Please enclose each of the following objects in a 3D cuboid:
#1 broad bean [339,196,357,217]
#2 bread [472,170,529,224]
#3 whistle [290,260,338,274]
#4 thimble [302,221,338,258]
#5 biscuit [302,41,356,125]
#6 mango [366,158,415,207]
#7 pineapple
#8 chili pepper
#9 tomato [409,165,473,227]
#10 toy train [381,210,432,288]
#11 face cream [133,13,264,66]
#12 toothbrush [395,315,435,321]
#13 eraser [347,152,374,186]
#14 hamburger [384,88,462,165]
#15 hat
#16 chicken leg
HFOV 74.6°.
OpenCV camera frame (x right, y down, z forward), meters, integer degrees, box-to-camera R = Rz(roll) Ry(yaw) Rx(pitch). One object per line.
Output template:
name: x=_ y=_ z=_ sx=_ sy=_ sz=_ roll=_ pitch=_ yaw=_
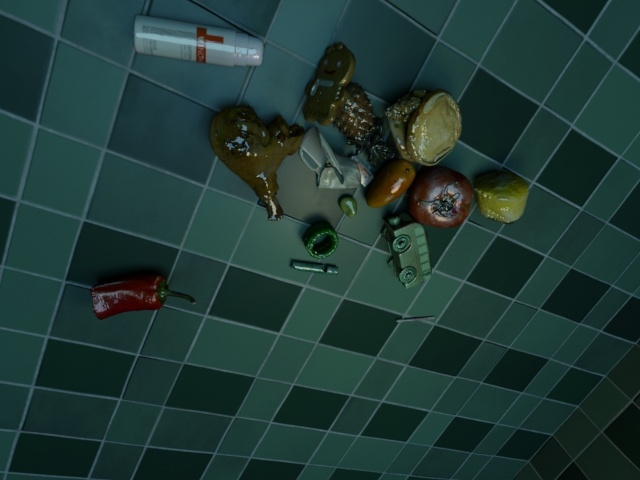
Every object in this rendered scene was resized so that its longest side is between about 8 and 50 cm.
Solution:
broad bean: x=0.106 y=-0.125 z=1.539 sx=0.063 sy=0.045 sz=0.083 roll=-27 pitch=113 yaw=14
bread: x=0.678 y=-0.169 z=1.589 sx=0.197 sy=0.197 sz=0.171 roll=-18 pitch=127 yaw=-5
whistle: x=-0.023 y=0.107 z=1.630 sx=0.186 sy=0.039 sz=0.039 roll=9 pitch=115 yaw=-18
thimble: x=0.000 y=0.000 z=1.548 sx=0.130 sy=0.090 sz=0.118 roll=-21 pitch=122 yaw=-3
biscuit: x=0.026 y=-0.470 z=1.261 sx=0.035 sy=0.184 sz=0.249 roll=14 pitch=104 yaw=-46
mango: x=0.233 y=-0.197 z=1.480 sx=0.102 sy=0.141 sz=0.217 roll=18 pitch=132 yaw=-32
pineapple: x=0.133 y=-0.358 z=1.377 sx=0.170 sy=0.141 sz=0.310 roll=-40 pitch=127 yaw=7
chili pepper: x=-0.602 y=0.178 z=1.460 sx=0.338 sy=0.131 sz=0.135 roll=-9 pitch=94 yaw=-6
tomato: x=0.430 y=-0.160 z=1.522 sx=0.231 sy=0.188 sz=0.232 roll=-1 pitch=105 yaw=-2
toy train: x=0.337 y=0.030 z=1.633 sx=0.159 sy=0.129 sz=0.326 roll=-22 pitch=121 yaw=-7
face cream: x=-0.326 y=-0.545 z=1.167 sx=0.345 sy=0.102 sz=0.102 roll=2 pitch=117 yaw=-14
toothbrush: x=0.427 y=0.353 z=1.890 sx=0.194 sy=0.017 sz=0.014 roll=-1 pitch=116 yaw=-14
eraser: x=0.135 y=-0.249 z=1.486 sx=0.052 sy=0.029 sz=0.122 roll=-43 pitch=120 yaw=10
hamburger: x=0.343 y=-0.376 z=1.391 sx=0.286 sy=0.146 sz=0.243 roll=7 pitch=101 yaw=-34
hat: x=0.042 y=-0.269 z=1.387 sx=0.164 sy=0.219 sz=0.226 roll=-18 pitch=103 yaw=-23
chicken leg: x=-0.164 y=-0.252 z=1.344 sx=0.295 sy=0.182 sz=0.410 roll=-31 pitch=126 yaw=-16
